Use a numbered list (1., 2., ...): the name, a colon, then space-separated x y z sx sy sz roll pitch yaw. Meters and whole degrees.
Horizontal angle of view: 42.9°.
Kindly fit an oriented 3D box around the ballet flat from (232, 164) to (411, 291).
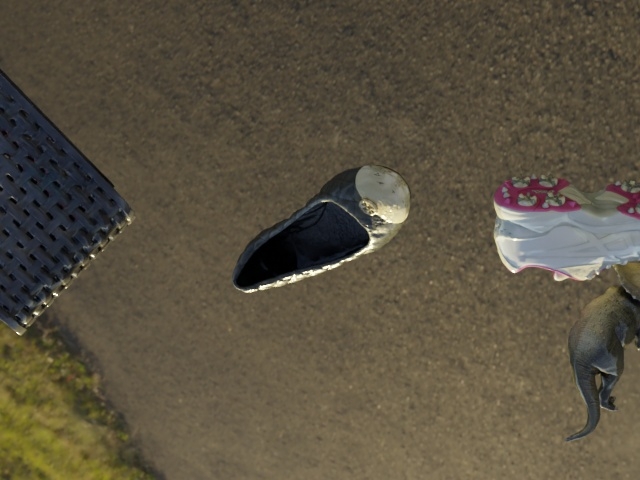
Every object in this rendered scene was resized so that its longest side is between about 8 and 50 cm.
1. ballet flat: 0.000 0.000 0.553 0.057 0.049 0.173 50 139 -6

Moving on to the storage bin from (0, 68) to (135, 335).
1. storage bin: -0.194 -0.048 0.404 0.180 0.084 0.122 49 161 -27

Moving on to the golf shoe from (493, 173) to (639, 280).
1. golf shoe: 0.390 -0.008 1.122 0.307 0.115 0.140 7 121 11

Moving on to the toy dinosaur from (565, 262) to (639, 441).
1. toy dinosaur: 0.408 0.138 1.162 0.160 0.313 0.121 53 166 -31
